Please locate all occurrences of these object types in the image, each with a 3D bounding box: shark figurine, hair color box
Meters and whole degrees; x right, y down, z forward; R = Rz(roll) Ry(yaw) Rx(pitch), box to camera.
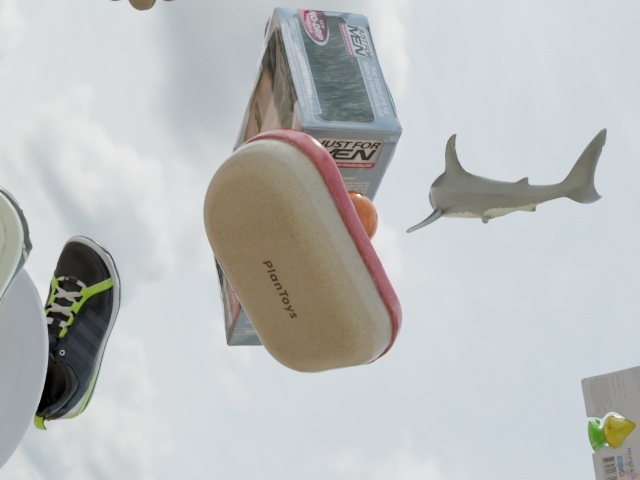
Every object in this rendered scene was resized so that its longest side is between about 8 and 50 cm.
[{"bbox_3d":[0.203,-0.080,1.558,0.278,0.166,0.116,-2,-76,50],"label":"shark figurine"},{"bbox_3d":[-0.030,-0.061,1.450,0.374,0.114,0.185,112,-27,-46],"label":"hair color box"}]

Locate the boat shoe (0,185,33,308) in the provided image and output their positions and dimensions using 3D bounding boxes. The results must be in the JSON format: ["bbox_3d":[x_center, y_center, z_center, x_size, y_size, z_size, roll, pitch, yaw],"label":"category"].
[{"bbox_3d":[-0.293,0.090,0.831,0.109,0.305,0.091,36,1,-6],"label":"boat shoe"}]

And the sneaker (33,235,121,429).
[{"bbox_3d":[-0.301,0.112,1.525,0.084,0.097,0.234,9,-85,19],"label":"sneaker"}]

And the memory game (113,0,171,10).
[{"bbox_3d":[-0.204,-0.349,1.420,0.186,0.012,0.186,8,-71,26],"label":"memory game"}]

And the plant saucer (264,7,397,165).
[{"bbox_3d":[0.032,-0.244,2.020,0.050,0.310,0.310,-29,-89,28],"label":"plant saucer"}]

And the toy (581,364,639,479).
[{"bbox_3d":[0.416,0.197,1.418,0.056,0.237,0.136,33,47,-52],"label":"toy"}]

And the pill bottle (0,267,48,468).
[{"bbox_3d":[-0.458,0.082,1.111,0.408,0.229,0.229,7,-51,31],"label":"pill bottle"}]

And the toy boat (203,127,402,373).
[{"bbox_3d":[0.000,0.000,1.188,0.151,0.151,0.231,-14,-71,40],"label":"toy boat"}]
